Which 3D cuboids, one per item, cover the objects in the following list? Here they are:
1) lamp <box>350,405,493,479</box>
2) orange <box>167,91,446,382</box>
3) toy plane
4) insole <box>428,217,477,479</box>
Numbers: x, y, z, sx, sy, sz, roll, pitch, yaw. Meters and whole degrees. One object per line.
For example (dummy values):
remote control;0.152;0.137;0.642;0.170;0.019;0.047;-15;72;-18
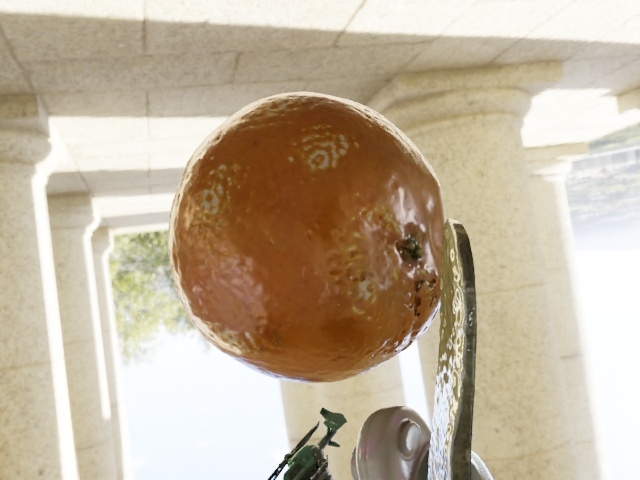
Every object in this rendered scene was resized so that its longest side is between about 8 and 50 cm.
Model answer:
lamp;0.133;0.290;0.741;0.108;0.246;0.179;-28;-169;32
orange;0.000;0.000;0.942;0.424;0.424;0.326;-4;-170;-44
toy plane;-0.017;0.403;1.230;0.096;0.060;0.235;15;-141;33
insole;0.063;0.109;0.333;0.011;0.248;0.081;-2;-160;1
